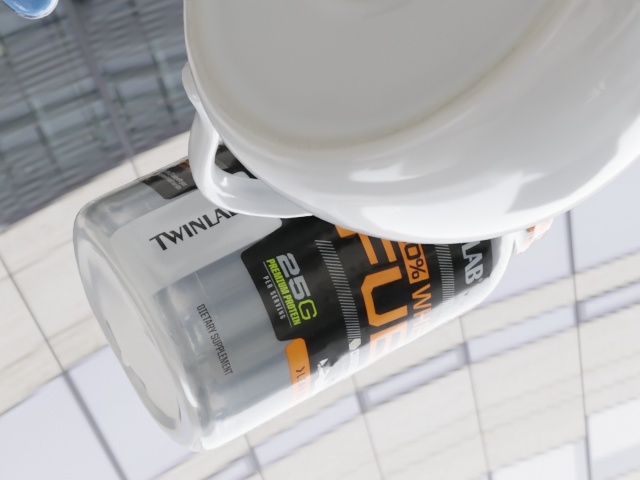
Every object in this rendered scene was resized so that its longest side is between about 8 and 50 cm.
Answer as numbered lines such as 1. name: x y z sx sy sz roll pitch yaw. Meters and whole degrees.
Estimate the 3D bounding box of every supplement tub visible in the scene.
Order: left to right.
1. supplement tub: 0.000 0.000 0.941 0.316 0.193 0.193 -27 -133 -20

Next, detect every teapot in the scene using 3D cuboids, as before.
1. teapot: 0.072 -0.099 0.596 0.256 0.187 0.252 25 -92 40

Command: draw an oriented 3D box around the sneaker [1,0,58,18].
1. sneaker: -0.281 -0.298 1.144 0.069 0.209 0.082 -18 -171 -16
